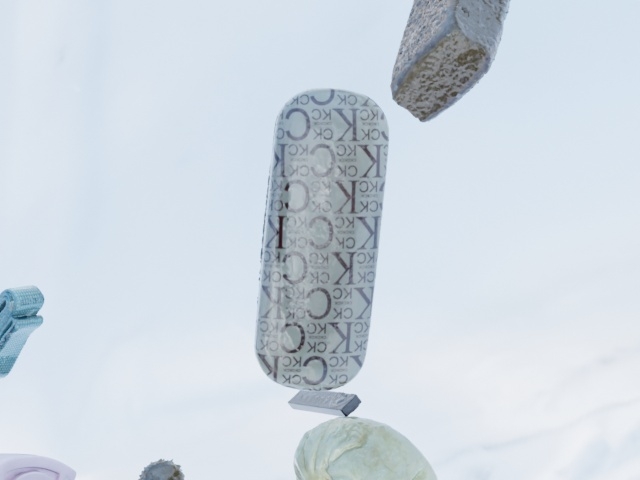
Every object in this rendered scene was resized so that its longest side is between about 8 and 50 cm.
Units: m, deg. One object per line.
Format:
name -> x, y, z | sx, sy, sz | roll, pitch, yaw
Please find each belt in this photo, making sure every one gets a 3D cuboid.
belt -> -0.401, 0.101, 1.684 | 0.179, 0.065, 0.100 | -45, 60, 41

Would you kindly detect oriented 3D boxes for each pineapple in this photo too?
pineapple -> -0.243, 0.375, 2.022 | 0.159, 0.074, 0.074 | 121, 170, -67

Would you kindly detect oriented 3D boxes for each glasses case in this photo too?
glasses case -> 0.000, 0.000, 1.571 | 0.085, 0.137, 0.355 | -117, 33, -83

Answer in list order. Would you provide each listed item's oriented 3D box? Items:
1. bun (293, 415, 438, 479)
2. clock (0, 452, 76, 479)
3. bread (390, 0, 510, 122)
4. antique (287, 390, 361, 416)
bun -> 0.051, 0.296, 1.614 | 0.164, 0.188, 0.111 | -41, 4, 46
clock -> -0.412, 0.392, 1.631 | 0.080, 0.290, 0.275 | 4, 79, 20
bread -> 0.213, -0.361, 2.014 | 0.165, 0.113, 0.417 | -46, 19, 44
antique -> 0.003, 0.207, 1.731 | 0.031, 0.015, 0.192 | -45, 13, -18
